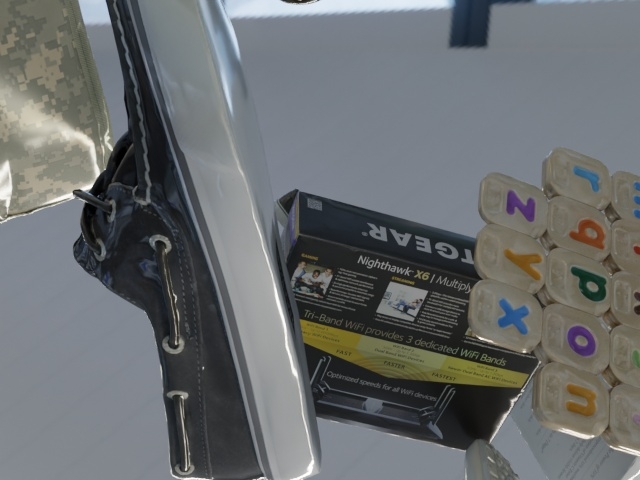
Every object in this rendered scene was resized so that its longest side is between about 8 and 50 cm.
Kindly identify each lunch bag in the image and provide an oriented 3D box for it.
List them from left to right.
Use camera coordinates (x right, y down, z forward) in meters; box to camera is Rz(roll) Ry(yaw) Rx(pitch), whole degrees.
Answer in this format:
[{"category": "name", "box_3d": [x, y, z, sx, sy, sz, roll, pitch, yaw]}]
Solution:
[{"category": "lunch bag", "box_3d": [-0.318, -0.139, 0.866, 0.235, 0.287, 0.169, -22, -150, -23]}]

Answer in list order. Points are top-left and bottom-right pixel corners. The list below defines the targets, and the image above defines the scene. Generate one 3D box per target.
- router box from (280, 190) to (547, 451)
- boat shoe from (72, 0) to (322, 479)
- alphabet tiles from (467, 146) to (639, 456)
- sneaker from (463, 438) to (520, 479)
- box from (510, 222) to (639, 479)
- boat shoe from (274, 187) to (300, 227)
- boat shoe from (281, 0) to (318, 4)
[{"category": "router box", "box_3d": [0.083, 0.099, 1.113, 0.309, 0.243, 0.081, 15, -145, -12]}, {"category": "boat shoe", "box_3d": [-0.054, 0.002, 0.381, 0.076, 0.228, 0.080, -10, -147, 2]}, {"category": "alphabet tiles", "box_3d": [0.261, 0.051, 0.938, 0.021, 0.278, 0.284, 131, -27, -56]}, {"category": "sneaker", "box_3d": [0.177, 0.322, 1.081, 0.095, 0.090, 0.235, -33, -138, 27]}, {"category": "box", "box_3d": [0.354, 0.160, 1.299, 0.168, 0.215, 0.345, -1, -138, -25]}, {"category": "boat shoe", "box_3d": [0.000, 0.000, 1.182, 0.040, 0.142, 0.049, -38, -160, 10]}, {"category": "boat shoe", "box_3d": [-0.062, -0.428, 1.142, 0.123, 0.324, 0.120, -7, -150, 32]}]
